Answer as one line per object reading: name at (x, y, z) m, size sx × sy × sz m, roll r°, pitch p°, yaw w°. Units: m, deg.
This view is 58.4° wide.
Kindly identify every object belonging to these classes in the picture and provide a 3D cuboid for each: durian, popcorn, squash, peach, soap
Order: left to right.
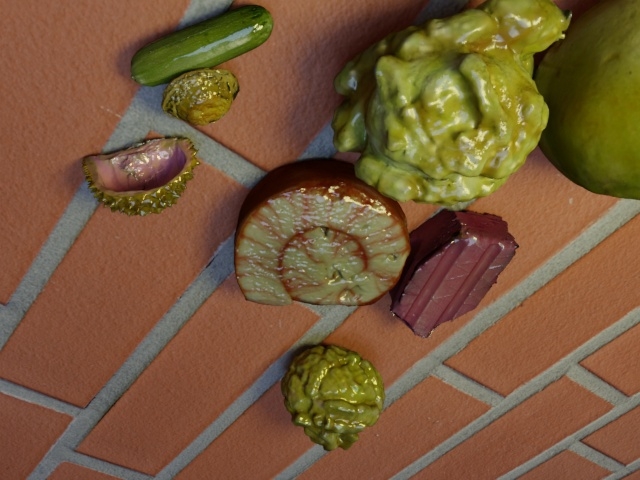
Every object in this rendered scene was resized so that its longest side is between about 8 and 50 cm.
durian at (-0.307, -0.106, 0.985) m, size 0.183 × 0.165 × 0.132 m, roll -10°, pitch 98°, yaw -25°
squash at (-0.183, -0.294, 0.873) m, size 0.239 × 0.069 × 0.069 m, roll -18°, pitch 126°, yaw 9°
popcorn at (0.028, 0.363, 1.303) m, size 0.260 × 0.212 × 0.259 m, roll -1°, pitch 120°, yaw -1°
soap at (0.243, 0.074, 1.154) m, size 0.182 × 0.112 × 0.289 m, roll 13°, pitch 125°, yaw -13°
popcorn at (0.187, -0.191, 0.846) m, size 0.336 × 0.274 × 0.278 m, roll 1°, pitch 90°, yaw 25°
peach at (0.492, -0.208, 0.859) m, size 0.315 × 0.281 × 0.315 m, roll 13°, pitch 116°, yaw -6°

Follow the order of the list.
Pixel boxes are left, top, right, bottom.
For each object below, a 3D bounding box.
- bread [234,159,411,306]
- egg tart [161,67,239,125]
bread at (0.003, -0.002, 1.079) m, size 0.328 × 0.114 × 0.295 m, roll 5°, pitch 125°, yaw -7°
egg tart at (-0.186, -0.222, 0.902) m, size 0.131 × 0.052 × 0.130 m, roll -22°, pitch 163°, yaw -7°
